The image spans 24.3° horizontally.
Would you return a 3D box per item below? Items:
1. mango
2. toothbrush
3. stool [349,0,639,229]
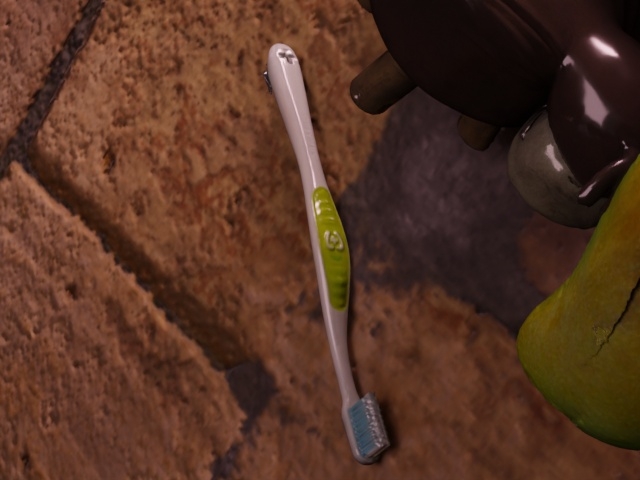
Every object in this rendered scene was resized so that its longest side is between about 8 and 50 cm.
[{"bbox_3d":[0.168,0.007,0.589,0.233,0.111,0.125,-31,83,35],"label":"mango"},{"bbox_3d":[0.000,0.000,0.822,0.026,0.022,0.263,-44,50,43],"label":"toothbrush"},{"bbox_3d":[0.093,-0.088,0.701,0.121,0.125,0.217,-44,68,48],"label":"stool"}]
